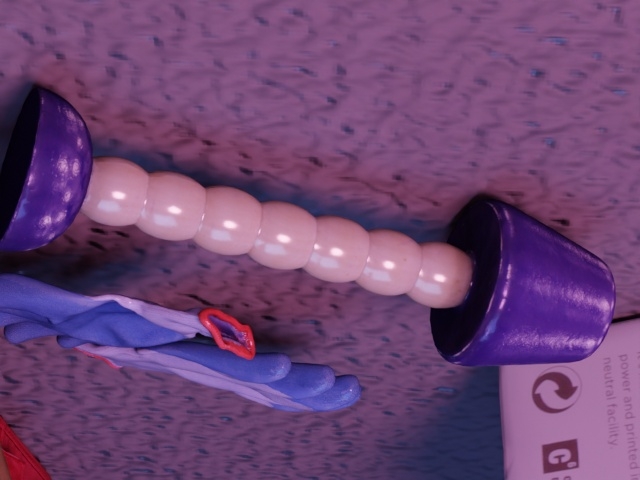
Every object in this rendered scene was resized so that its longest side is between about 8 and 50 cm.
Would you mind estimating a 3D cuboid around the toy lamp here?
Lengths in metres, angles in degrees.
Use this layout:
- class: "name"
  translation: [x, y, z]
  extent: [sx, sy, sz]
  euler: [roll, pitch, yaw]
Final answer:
- class: "toy lamp"
  translation: [0.000, 0.000, 0.793]
  extent: [0.274, 0.080, 0.080]
  euler: [15, 146, -20]

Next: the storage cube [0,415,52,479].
- class: "storage cube"
  translation: [-0.270, 0.189, 0.996]
  extent: [0.215, 0.193, 0.184]
  euler: [-4, 148, 11]

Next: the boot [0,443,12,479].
- class: "boot"
  translation: [-0.214, 0.103, 0.797]
  extent: [0.236, 0.270, 0.089]
  euler: [-24, 176, 29]

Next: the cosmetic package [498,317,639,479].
- class: "cosmetic package"
  translation: [0.340, 0.126, 0.904]
  extent: [0.453, 0.162, 0.230]
  euler: [-14, 145, 22]

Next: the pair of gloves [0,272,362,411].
- class: "pair of gloves"
  translation: [-0.075, 0.053, 0.865]
  extent: [0.159, 0.023, 0.198]
  euler: [6, 165, 30]
